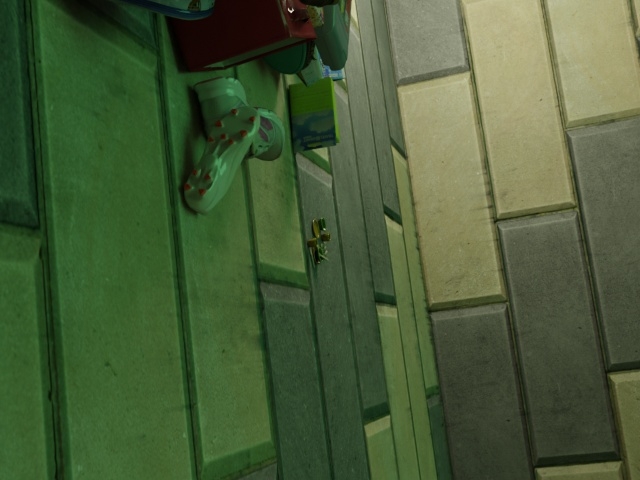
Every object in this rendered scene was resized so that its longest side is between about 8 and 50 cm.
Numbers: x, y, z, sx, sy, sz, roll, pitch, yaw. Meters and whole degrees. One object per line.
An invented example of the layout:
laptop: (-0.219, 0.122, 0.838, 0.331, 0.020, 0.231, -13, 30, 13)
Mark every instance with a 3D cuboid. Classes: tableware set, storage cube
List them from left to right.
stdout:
storage cube: (-0.137, -0.406, 1.385, 0.183, 0.215, 0.193, -43, 116, -71)
tableware set: (0.000, 0.000, 1.971, 0.154, 0.024, 0.103, -43, 122, -71)

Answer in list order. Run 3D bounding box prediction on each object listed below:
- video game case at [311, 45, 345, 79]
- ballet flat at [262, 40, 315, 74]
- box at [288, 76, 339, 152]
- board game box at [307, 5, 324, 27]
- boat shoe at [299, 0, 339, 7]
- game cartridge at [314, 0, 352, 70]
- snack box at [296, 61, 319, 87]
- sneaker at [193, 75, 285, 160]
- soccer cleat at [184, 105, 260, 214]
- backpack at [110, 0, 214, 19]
video game case: (-0.010, -0.547, 2.196, 0.269, 0.061, 0.244, -41, 120, -72)
ballet flat: (-0.109, -0.536, 1.614, 0.483, 0.164, 0.182, 52, 52, -56)
box: (-0.015, -0.290, 1.931, 0.042, 0.109, 0.178, 44, 40, -68)
board game box: (-0.107, -0.444, 1.539, 0.146, 0.194, 0.045, 56, 29, -58)
boat shoe: (-0.034, -0.466, 1.307, 0.073, 0.073, 0.206, -14, 72, -32)
game cartridge: (0.027, -0.532, 1.725, 0.196, 0.060, 0.294, 43, 49, -70)
snack box: (-0.060, -0.427, 1.876, 0.141, 0.037, 0.100, 55, -6, 41)
sneaker: (-0.142, -0.186, 1.455, 0.252, 0.103, 0.111, 33, 50, -59)
soccer cleat: (-0.158, -0.131, 1.325, 0.196, 0.068, 0.076, -60, 163, -17)
backpack: (-0.195, -0.400, 1.056, 0.276, 0.264, 0.213, -67, 168, -60)
